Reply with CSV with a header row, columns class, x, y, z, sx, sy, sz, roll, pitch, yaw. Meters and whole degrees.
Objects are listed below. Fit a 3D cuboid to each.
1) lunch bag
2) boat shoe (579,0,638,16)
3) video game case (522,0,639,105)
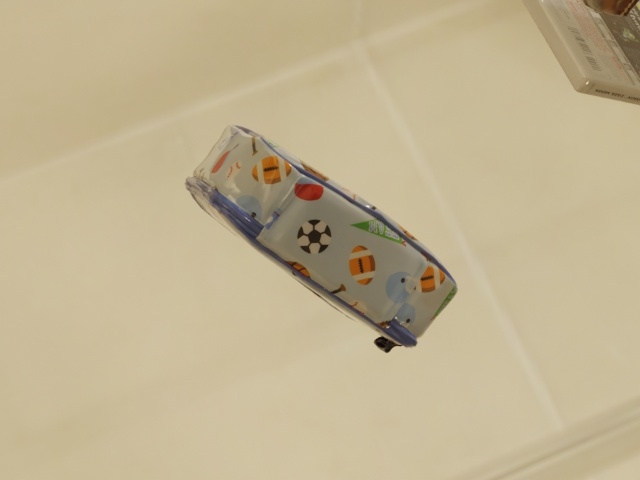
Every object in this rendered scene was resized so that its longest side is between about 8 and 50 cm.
class,x,y,z,sx,sy,sz,roll,pitch,yaw
lunch bag,0.000,0.000,2.002,0.303,0.115,0.243,38,-4,-18
boat shoe,0.290,-0.291,1.303,0.123,0.116,0.324,-96,-150,-55
video game case,0.261,-0.197,1.702,0.022,0.173,0.190,-52,-133,34
